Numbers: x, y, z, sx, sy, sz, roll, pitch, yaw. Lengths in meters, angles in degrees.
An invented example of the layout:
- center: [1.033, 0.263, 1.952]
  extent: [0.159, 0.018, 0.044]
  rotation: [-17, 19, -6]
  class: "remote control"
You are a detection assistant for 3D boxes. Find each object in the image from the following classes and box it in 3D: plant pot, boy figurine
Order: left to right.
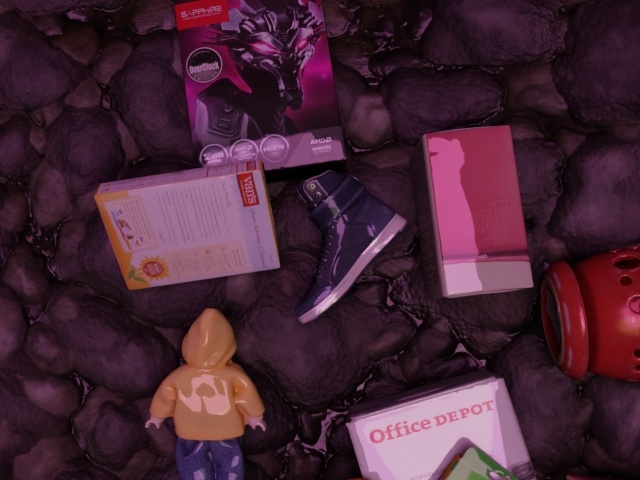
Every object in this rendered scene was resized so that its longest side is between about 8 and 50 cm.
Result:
- center: [-0.171, 0.245, 0.914]
  extent: [0.177, 0.092, 0.285]
  rotation: [-5, 83, 1]
  class: "boy figurine"
- center: [0.413, 0.107, 0.873]
  extent: [0.174, 0.191, 0.191]
  rotation: [-7, 83, 9]
  class: "plant pot"

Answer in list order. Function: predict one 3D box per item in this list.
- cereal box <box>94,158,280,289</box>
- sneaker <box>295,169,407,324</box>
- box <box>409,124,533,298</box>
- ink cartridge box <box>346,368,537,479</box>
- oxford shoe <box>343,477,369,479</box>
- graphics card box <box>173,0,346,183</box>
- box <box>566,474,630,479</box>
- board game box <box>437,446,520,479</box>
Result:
- center: [-0.190, -0.021, 0.921]
  extent: [0.240, 0.047, 0.172]
  rotation: [-8, 122, -1]
  class: "cereal box"
- center: [0.000, 0.000, 0.932]
  extent: [0.163, 0.086, 0.226]
  rotation: [42, 76, -5]
  class: "sneaker"
- center: [0.215, -0.035, 0.907]
  extent: [0.127, 0.148, 0.232]
  rotation: [-6, 84, 0]
  class: "box"
- center: [0.185, 0.362, 0.872]
  extent: [0.223, 0.129, 0.307]
  rotation: [-17, 84, 1]
  class: "ink cartridge box"
- center: [-0.038, 0.461, 0.813]
  extent: [0.364, 0.130, 0.133]
  rotation: [-44, 101, 7]
  class: "oxford shoe"
- center: [-0.098, -0.275, 0.970]
  extent: [0.233, 0.094, 0.370]
  rotation: [-8, 84, 0]
  class: "graphics card box"
- center: [0.498, 0.409, 0.820]
  extent: [0.300, 0.154, 0.142]
  rotation: [9, 77, -9]
  class: "box"
- center: [0.164, 0.398, 0.786]
  extent: [0.124, 0.039, 0.259]
  rotation: [37, 90, 5]
  class: "board game box"
